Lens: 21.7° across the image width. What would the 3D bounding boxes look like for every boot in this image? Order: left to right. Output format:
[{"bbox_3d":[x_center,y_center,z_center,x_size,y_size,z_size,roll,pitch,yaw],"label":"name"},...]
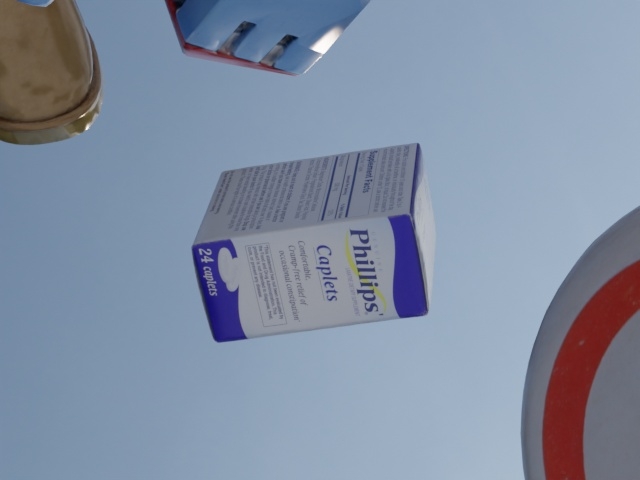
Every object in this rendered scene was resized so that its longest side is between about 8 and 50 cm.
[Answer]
[{"bbox_3d":[-0.199,-0.217,0.927,0.269,0.089,0.236,87,161,-50],"label":"boot"}]

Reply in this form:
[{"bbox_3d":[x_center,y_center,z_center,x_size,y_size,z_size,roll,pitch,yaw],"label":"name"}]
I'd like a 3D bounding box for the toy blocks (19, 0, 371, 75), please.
[{"bbox_3d":[-0.062,-0.170,0.398,0.381,0.261,0.190,10,-133,-41],"label":"toy blocks"}]

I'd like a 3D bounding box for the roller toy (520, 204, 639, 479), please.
[{"bbox_3d":[0.176,0.072,0.601,0.146,0.209,0.191,0,-80,-42],"label":"roller toy"}]

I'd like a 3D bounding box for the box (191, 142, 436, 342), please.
[{"bbox_3d":[0.000,0.000,1.054,0.126,0.137,0.072,-77,-24,-65],"label":"box"}]
